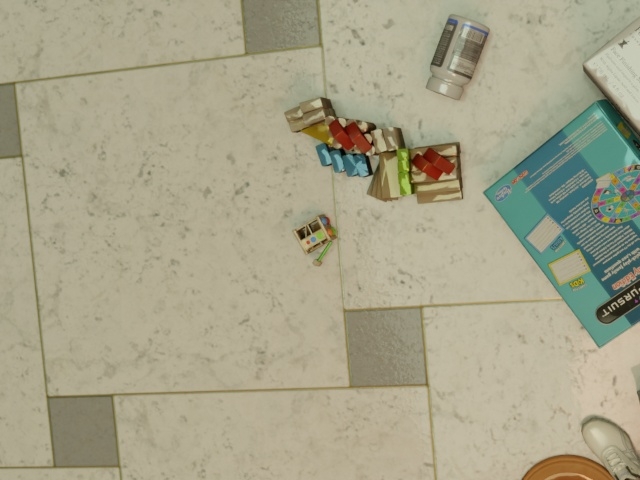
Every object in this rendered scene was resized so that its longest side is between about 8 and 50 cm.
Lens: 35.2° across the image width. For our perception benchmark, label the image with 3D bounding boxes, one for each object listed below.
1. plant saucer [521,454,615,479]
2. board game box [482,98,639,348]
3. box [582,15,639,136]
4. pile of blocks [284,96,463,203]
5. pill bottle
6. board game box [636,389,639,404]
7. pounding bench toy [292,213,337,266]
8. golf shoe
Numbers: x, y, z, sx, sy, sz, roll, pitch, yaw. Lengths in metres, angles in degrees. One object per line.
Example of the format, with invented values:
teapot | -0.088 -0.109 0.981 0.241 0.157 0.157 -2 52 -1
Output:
plant saucer | 0.451 0.489 1.820 0.200 0.037 0.200 1 94 15
board game box | 0.477 -0.028 1.703 0.254 0.079 0.336 -41 79 30
box | 0.535 -0.257 1.659 0.119 0.182 0.181 -41 84 15
pile of blocks | 0.087 -0.153 1.822 0.362 0.112 0.149 21 99 13
pill bottle | 0.240 -0.323 1.785 0.078 0.078 0.137 23 100 12
board game box | 0.630 0.397 1.668 0.097 0.224 0.303 -25 89 16
pounding bench toy | 0.000 0.000 1.888 0.065 0.052 0.083 -29 87 15
golf shoe | 0.528 0.388 1.766 0.069 0.086 0.176 -45 81 16
